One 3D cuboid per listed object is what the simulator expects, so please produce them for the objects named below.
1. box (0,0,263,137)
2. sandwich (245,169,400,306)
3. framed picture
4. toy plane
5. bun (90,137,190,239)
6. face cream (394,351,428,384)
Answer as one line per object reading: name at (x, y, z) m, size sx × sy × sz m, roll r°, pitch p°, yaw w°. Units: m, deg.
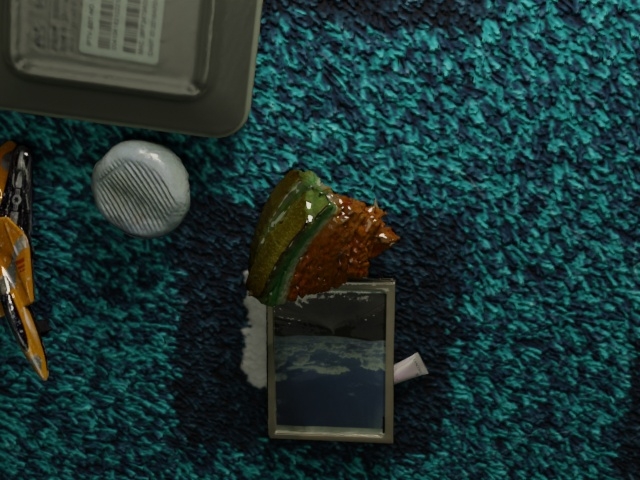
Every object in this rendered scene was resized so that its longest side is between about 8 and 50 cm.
box at (-0.255, -0.325, 1.492) m, size 0.373 × 0.090 × 0.367 m, roll 7°, pitch 112°, yaw -2°
sandwich at (-0.006, 0.007, 1.622) m, size 0.160 × 0.109 × 0.185 m, roll 21°, pitch 112°, yaw -28°
framed picture at (0.014, 0.172, 1.715) m, size 0.189 × 0.023 × 0.260 m, roll 2°, pitch 110°, yaw 5°
toy plane at (-0.427, 0.039, 1.628) m, size 0.204 × 0.103 × 0.316 m, roll -24°, pitch 94°, yaw 14°
bun at (-0.237, -0.072, 1.603) m, size 0.140 × 0.083 × 0.141 m, roll 5°, pitch 115°, yaw 11°
face cream at (0.100, 0.198, 1.736) m, size 0.115 × 0.020 × 0.038 m, roll -24°, pitch 107°, yaw 10°
